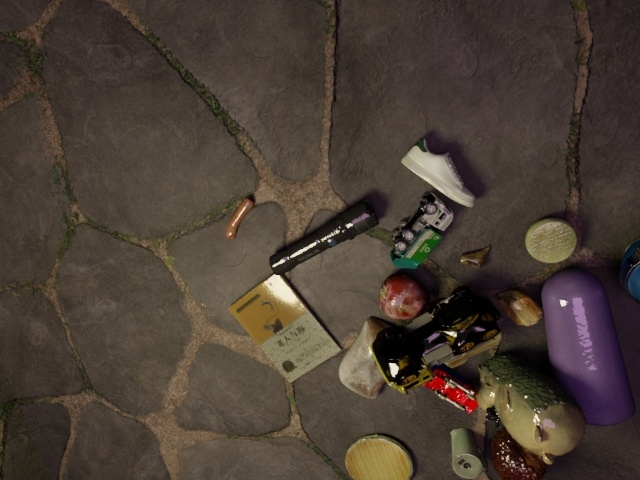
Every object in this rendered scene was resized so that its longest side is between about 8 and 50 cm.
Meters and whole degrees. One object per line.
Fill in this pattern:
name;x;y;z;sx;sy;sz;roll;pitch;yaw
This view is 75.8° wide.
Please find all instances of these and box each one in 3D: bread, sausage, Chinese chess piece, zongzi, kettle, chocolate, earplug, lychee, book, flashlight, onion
bread;0.637;0.212;1.314;0.082;0.125;0.106;-31;95;-2
sausage;-0.295;-0.079;1.487;0.047;0.040;0.177;18;116;-40
Chinese chess piece;0.710;-0.001;1.270;0.144;0.058;0.144;4;107;13
zongzi;0.502;0.044;1.342;0.076;0.040;0.083;22;97;13
kettle;0.528;0.754;1.464;0.126;0.148;0.098;6;104;13
chocolate;0.185;0.443;1.490;0.185;0.100;0.303;26;112;2
earplug;0.801;0.307;1.262;0.215;0.215;0.456;-13;97;16
lychee;0.677;0.752;1.420;0.188;0.188;0.188;3;105;12
bread;0.230;0.874;1.619;0.267;0.040;0.267;3;106;11
book;-0.138;0.335;1.565;0.269;0.032;0.389;-38;94;18
flashlight;0.000;0.000;1.411;0.424;0.103;0.103;-29;96;18
onion;0.293;0.190;1.373;0.194;0.159;0.160;7;107;-10

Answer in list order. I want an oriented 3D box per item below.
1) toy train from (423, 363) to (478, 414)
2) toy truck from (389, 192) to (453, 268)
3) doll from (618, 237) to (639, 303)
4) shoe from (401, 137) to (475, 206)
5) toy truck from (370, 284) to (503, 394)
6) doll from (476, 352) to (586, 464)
toy train;0.453;0.503;1.432;0.204;0.131;0.083;32;104;-9
toy truck;0.315;-0.024;1.329;0.124;0.114;0.253;33;110;-12
doll;0.999;0.070;1.128;0.310;0.240;0.284;-19;128;22
shoe;0.383;-0.212;1.270;0.265;0.095;0.110;34;109;5
toy truck;0.379;0.328;1.318;0.405;0.181;0.254;-29;137;3
doll;0.622;0.497;1.267;0.247;0.349;0.247;-3;114;-7
